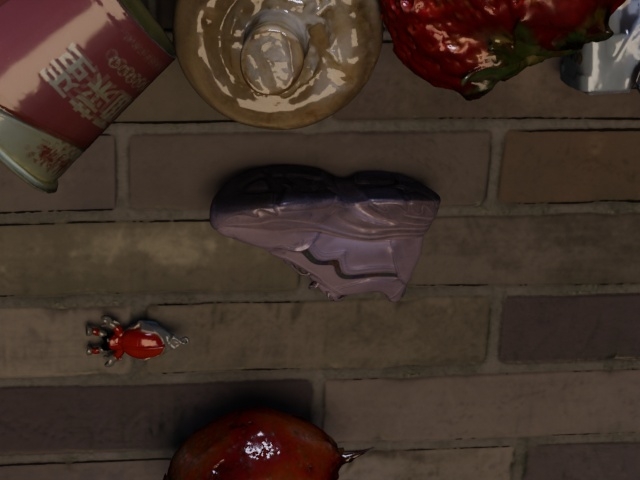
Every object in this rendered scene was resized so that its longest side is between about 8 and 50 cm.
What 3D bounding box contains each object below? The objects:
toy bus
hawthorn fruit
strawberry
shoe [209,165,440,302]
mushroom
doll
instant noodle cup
[{"bbox_3d":[0.413,-0.219,1.740,0.329,0.109,0.136,-4,107,-7],"label":"toy bus"},{"bbox_3d":[-0.053,0.264,1.873,0.235,0.181,0.181,-23,117,-2],"label":"hawthorn fruit"},{"bbox_3d":[0.164,-0.289,1.601,0.257,0.257,0.277,-22,93,2],"label":"strawberry"},{"bbox_3d":[0.000,0.000,1.789,0.245,0.095,0.138,1,113,-16],"label":"shoe"},{"bbox_3d":[-0.040,-0.195,1.620,0.207,0.215,0.207,0,111,-1],"label":"mushroom"},{"bbox_3d":[-0.199,0.110,1.844,0.114,0.039,0.057,0,89,0],"label":"doll"},{"bbox_3d":[-0.259,-0.186,1.585,0.178,0.235,0.235,-38,115,6],"label":"instant noodle cup"}]
